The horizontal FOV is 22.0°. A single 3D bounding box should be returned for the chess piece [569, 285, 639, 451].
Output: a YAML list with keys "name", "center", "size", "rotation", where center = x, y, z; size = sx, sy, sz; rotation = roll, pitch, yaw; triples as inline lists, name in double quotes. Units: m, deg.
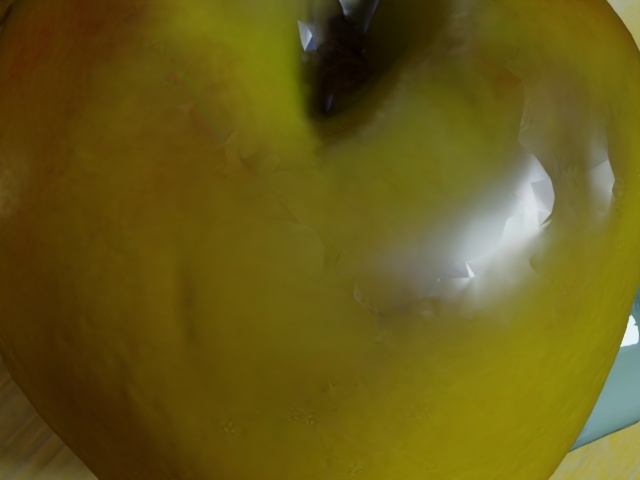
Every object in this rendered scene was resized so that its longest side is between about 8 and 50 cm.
- name: "chess piece"
  center: [0.216, 0.009, 0.892]
  size: [0.299, 0.194, 0.195]
  rotation: [-23, 116, -14]

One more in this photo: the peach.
- name: "peach"
  center: [-0.005, 0.000, 0.696]
  size: [0.289, 0.289, 0.308]
  rotation: [-29, 154, -22]
